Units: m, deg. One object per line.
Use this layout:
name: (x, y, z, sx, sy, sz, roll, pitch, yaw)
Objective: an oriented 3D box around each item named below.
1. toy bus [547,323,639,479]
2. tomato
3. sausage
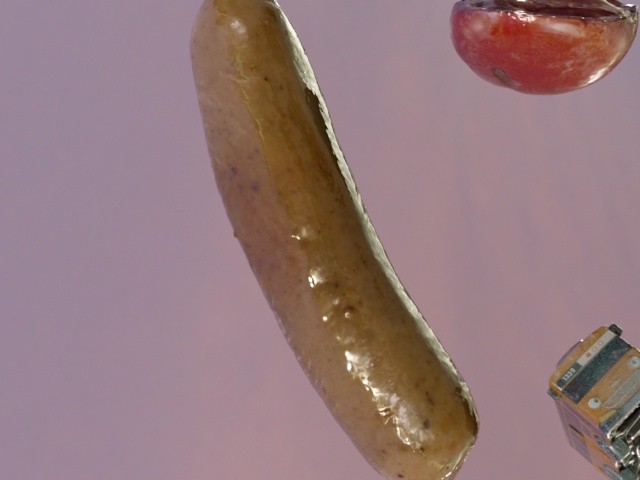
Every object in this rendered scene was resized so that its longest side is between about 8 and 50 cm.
toy bus: (0.277, 0.157, 1.735, 0.103, 0.091, 0.182, 41, 171, 27)
tomato: (0.218, -0.189, 1.788, 0.189, 0.173, 0.099, -29, -54, -60)
sausage: (-0.003, 0.001, 1.671, 0.501, 0.136, 0.123, 64, 171, 3)
